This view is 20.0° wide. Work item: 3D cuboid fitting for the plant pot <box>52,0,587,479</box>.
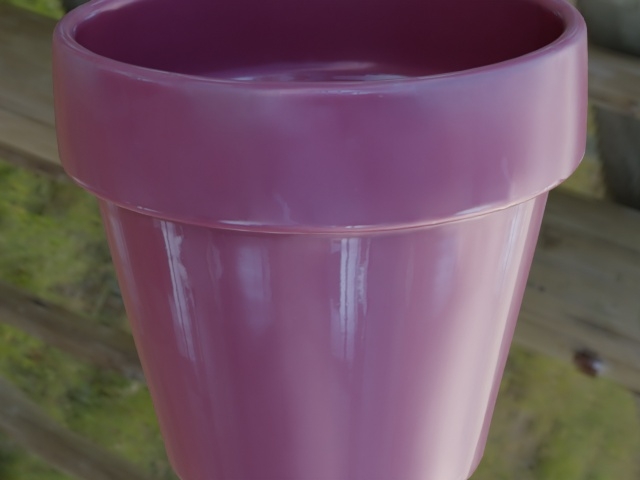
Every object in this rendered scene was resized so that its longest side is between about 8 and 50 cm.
[{"bbox_3d":[0.000,0.000,0.704,0.201,0.201,0.180,-24,121,-48],"label":"plant pot"}]
